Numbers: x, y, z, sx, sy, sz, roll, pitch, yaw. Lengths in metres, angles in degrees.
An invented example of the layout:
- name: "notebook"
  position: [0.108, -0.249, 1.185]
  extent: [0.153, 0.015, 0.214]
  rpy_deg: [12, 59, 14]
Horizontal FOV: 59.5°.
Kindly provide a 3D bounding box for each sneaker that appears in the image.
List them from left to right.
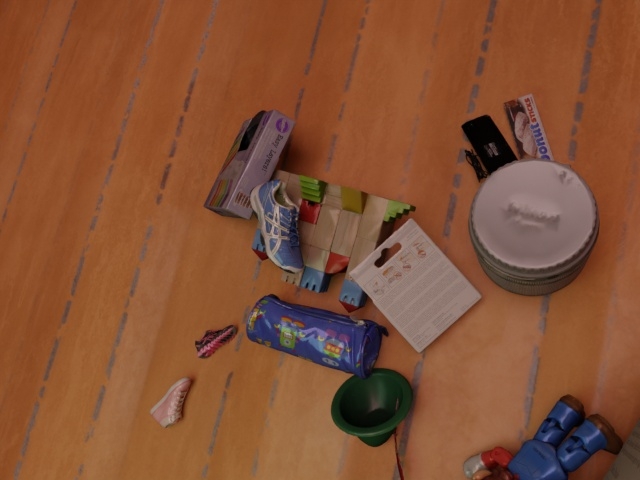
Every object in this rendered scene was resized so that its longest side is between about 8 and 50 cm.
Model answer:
- name: "sneaker"
  position: [-0.347, 0.396, 1.353]
  extent: [0.134, 0.051, 0.070]
  rpy_deg: [-47, 68, 7]
- name: "sneaker"
  position: [-0.260, 0.236, 1.367]
  extent: [0.119, 0.047, 0.057]
  rpy_deg: [-36, 56, 7]
- name: "sneaker"
  position: [-0.082, -0.031, 1.183]
  extent: [0.081, 0.080, 0.211]
  rpy_deg: [-27, 83, 36]

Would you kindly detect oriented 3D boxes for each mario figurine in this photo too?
- name: "mario figurine"
  position: [0.390, 0.441, 1.025]
  extent: [0.321, 0.198, 0.170]
  rpy_deg: [-39, 85, -6]

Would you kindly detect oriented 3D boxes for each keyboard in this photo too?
- name: "keyboard"
  position: [0.371, -0.189, 1.247]
  extent: [0.100, 0.038, 0.191]
  rpy_deg: [-19, 62, -2]

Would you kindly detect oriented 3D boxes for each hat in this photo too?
- name: "hat"
  position: [0.126, 0.409, 1.189]
  extent: [0.173, 0.183, 0.208]
  rpy_deg: [-4, 32, 26]

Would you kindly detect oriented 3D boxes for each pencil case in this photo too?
- name: "pencil case"
  position: [-0.013, 0.203, 1.236]
  extent: [0.306, 0.119, 0.133]
  rpy_deg: [13, 115, 23]

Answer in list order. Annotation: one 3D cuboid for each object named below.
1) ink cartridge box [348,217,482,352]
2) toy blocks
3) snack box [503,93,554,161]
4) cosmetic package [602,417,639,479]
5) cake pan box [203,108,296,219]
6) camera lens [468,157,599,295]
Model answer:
- name: "ink cartridge box"
  position: [0.198, 0.094, 1.177]
  extent: [0.181, 0.056, 0.224]
  rpy_deg: [-42, 89, 2]
- name: "toy blocks"
  position: [0.000, 0.000, 1.273]
  extent: [0.382, 0.191, 0.260]
  rpy_deg: [18, 94, 22]
- name: "snack box"
  position: [0.458, -0.233, 1.229]
  extent: [0.064, 0.022, 0.178]
  rpy_deg: [-16, 72, 17]
- name: "cosmetic package"
  position: [0.547, 0.403, 0.715]
  extent: [0.328, 0.329, 0.393]
  rpy_deg: [31, 90, 26]
- name: "cake pan box"
  position: [-0.174, -0.182, 1.346]
  extent: [0.266, 0.070, 0.246]
  rpy_deg: [-65, 26, -5]
- name: "camera lens"
  position: [0.399, -0.016, 1.059]
  extent: [0.220, 0.274, 0.219]
  rpy_deg: [-5, 76, 19]
